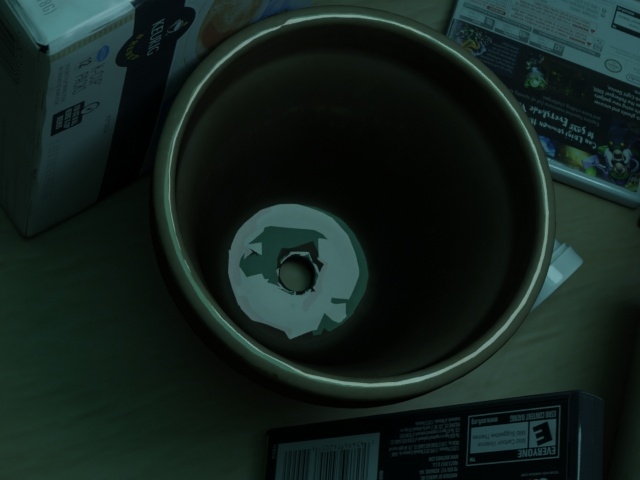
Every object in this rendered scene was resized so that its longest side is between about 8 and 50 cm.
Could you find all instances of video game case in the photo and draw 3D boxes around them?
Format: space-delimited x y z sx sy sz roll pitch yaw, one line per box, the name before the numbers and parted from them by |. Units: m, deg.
video game case | 0.190 -0.135 1.346 0.190 0.022 0.173 20 69 -5
video game case | 0.061 0.234 1.086 0.035 0.275 0.248 24 64 -43

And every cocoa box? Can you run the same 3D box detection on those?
cocoa box | -0.155 -0.195 1.124 0.228 0.347 0.231 -31 80 -19

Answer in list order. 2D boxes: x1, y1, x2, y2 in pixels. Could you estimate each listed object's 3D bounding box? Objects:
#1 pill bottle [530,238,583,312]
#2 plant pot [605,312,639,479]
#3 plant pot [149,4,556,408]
pill bottle | 0.120 -0.020 1.259 0.087 0.087 0.160 -41 84 -20
plant pot | 0.331 0.143 1.149 0.334 0.334 0.305 13 59 -7
plant pot | 0.000 0.000 1.150 0.263 0.229 0.263 3 74 -13
